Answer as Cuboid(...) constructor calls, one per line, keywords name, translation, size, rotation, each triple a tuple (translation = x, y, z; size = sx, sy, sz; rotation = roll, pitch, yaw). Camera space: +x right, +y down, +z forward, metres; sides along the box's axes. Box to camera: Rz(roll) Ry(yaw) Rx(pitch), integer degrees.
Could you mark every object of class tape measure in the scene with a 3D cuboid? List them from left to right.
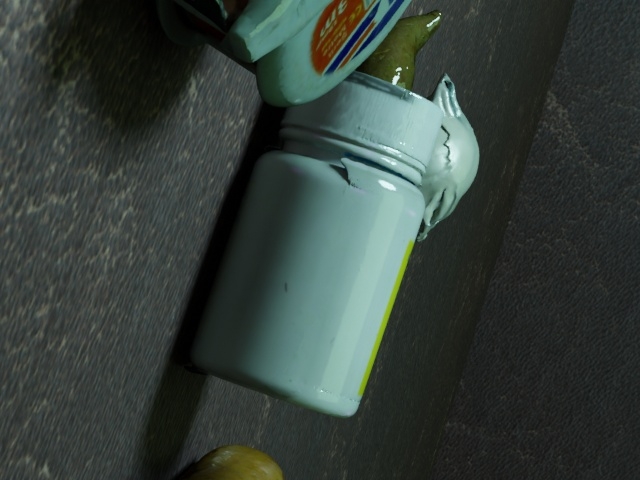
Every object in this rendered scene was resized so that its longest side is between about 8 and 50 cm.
Cuboid(name="tape measure", translation=(-0.007, -0.199, 0.966), size=(0.243, 0.125, 0.246), rotation=(-52, 169, -11))

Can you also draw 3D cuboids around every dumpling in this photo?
Cuboid(name="dumpling", translation=(0.109, -0.087, 1.756), size=(0.127, 0.108, 0.188), rotation=(152, -53, -70))

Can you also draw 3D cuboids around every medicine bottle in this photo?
Cuboid(name="medicine bottle", translation=(0.000, 0.000, 1.275), size=(0.143, 0.143, 0.258), rotation=(30, 77, -78))

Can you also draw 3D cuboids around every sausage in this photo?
Cuboid(name="sausage", translation=(-0.099, 0.230, 1.282), size=(0.270, 0.109, 0.109), rotation=(2, 106, -78))

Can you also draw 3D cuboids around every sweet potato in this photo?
Cuboid(name="sweet potato", translation=(0.044, -0.121, 1.506), size=(0.069, 0.059, 0.249), rotation=(111, 4, -79))
